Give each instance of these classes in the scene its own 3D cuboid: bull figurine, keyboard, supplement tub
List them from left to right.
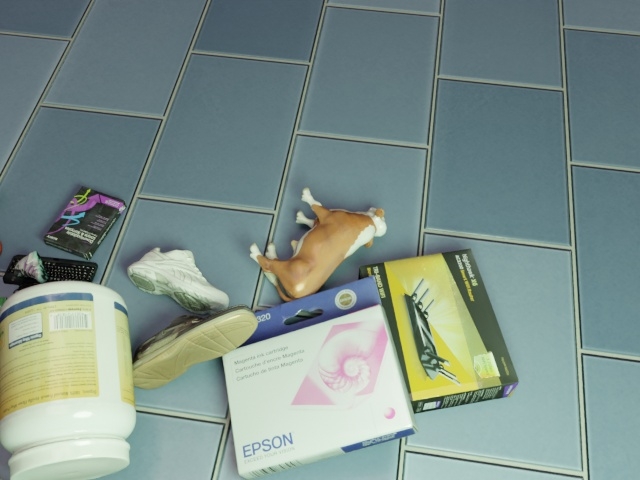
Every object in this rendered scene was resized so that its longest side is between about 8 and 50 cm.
[{"bbox_3d":[-0.583,0.072,1.525,0.192,0.038,0.100,5,56,4],"label":"keyboard"},{"bbox_3d":[-0.452,0.255,1.275,0.229,0.228,0.316,-9,63,-6],"label":"supplement tub"},{"bbox_3d":[0.000,0.000,1.533,0.188,0.101,0.310,32,61,22],"label":"bull figurine"}]

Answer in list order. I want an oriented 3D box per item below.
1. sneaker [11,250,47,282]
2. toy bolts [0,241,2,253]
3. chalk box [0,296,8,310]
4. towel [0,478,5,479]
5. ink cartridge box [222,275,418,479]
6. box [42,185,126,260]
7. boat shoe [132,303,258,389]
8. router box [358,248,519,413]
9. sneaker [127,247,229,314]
[{"bbox_3d":[-0.613,0.069,1.492,0.069,0.038,0.098,-28,40,-11],"label":"sneaker"},{"bbox_3d":[-0.810,-0.060,1.541,0.218,0.158,0.228,-24,59,-15],"label":"toy bolts"},{"bbox_3d":[-0.654,0.198,1.383,0.132,0.132,0.213,-8,58,-5],"label":"chalk box"},{"bbox_3d":[-0.666,0.535,1.123,0.321,0.090,0.374,26,56,-15],"label":"towel"},{"bbox_3d":[-0.018,0.241,1.335,0.324,0.071,0.330,-19,60,7],"label":"ink cartridge box"},{"bbox_3d":[-0.529,-0.041,1.606,0.116,0.029,0.162,18,59,12],"label":"box"},{"bbox_3d":[-0.251,0.186,1.366,0.285,0.103,0.092,-31,47,16],"label":"boat shoe"},{"bbox_3d":[0.224,0.178,1.422,0.243,0.081,0.308,-9,57,-6],"label":"router box"},{"bbox_3d":[-0.283,0.072,1.495,0.232,0.090,0.115,23,56,14],"label":"sneaker"}]
